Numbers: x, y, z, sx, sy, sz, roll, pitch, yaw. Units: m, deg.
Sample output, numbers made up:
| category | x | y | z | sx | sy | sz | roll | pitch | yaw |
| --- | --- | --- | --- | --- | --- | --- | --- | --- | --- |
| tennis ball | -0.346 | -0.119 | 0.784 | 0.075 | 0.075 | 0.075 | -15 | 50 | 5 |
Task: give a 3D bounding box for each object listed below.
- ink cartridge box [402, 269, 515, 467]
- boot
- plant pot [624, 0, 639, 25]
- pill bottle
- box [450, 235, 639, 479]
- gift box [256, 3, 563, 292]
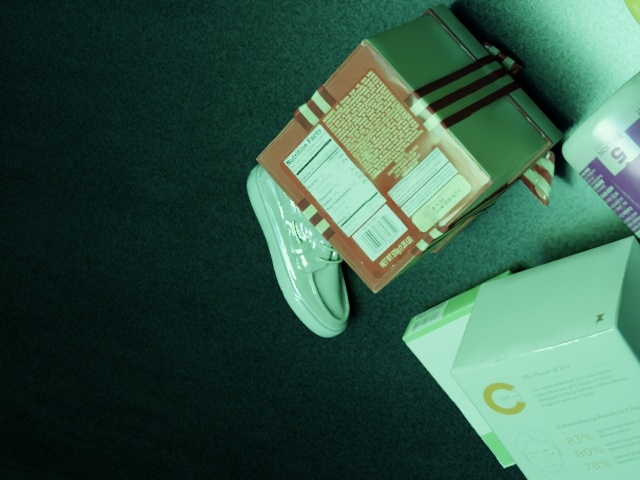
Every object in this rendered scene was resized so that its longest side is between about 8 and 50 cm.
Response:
| category | x | y | z | sx | sy | sz | roll | pitch | yaw |
| --- | --- | --- | --- | --- | --- | --- | --- | --- | --- |
| ink cartridge box | 0.244 | 0.171 | 1.856 | 0.171 | 0.056 | 0.235 | -30 | 107 | 34 |
| boot | 0.000 | 0.000 | 1.905 | 0.123 | 0.095 | 0.258 | -22 | 95 | 40 |
| plant pot | 0.444 | -0.316 | 1.470 | 0.239 | 0.254 | 0.254 | -27 | 93 | 50 |
| pill bottle | 0.431 | -0.050 | 1.601 | 0.301 | 0.169 | 0.169 | 47 | 123 | 7 |
| box | 0.345 | 0.198 | 1.675 | 0.215 | 0.168 | 0.345 | -20 | 118 | 33 |
| gift box | 0.121 | -0.096 | 1.706 | 0.255 | 0.258 | 0.276 | -40 | 87 | 34 |
